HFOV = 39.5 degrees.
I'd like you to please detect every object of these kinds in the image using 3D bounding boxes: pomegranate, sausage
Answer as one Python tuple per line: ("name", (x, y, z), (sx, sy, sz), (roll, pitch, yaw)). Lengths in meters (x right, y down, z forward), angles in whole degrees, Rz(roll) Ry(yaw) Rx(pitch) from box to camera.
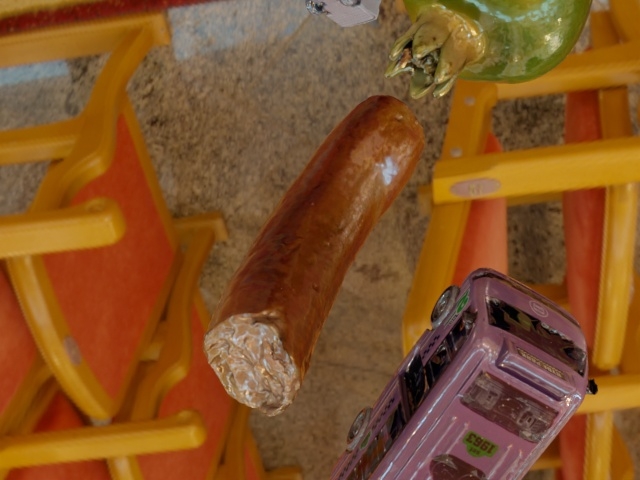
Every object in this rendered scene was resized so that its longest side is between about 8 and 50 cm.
("pomegranate", (0.245, -0.332, 1.220), (0.216, 0.358, 0.310), (14, 147, 39))
("sausage", (-0.003, 0.001, 0.667), (0.076, 0.302, 0.103), (43, 136, -15))

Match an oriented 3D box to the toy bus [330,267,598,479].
("toy bus", (0.081, 0.112, 0.524), (0.087, 0.098, 0.178), (29, 109, -6))

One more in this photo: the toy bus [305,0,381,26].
("toy bus", (-0.026, -0.501, 1.549), (0.329, 0.136, 0.109), (26, 161, -39))
